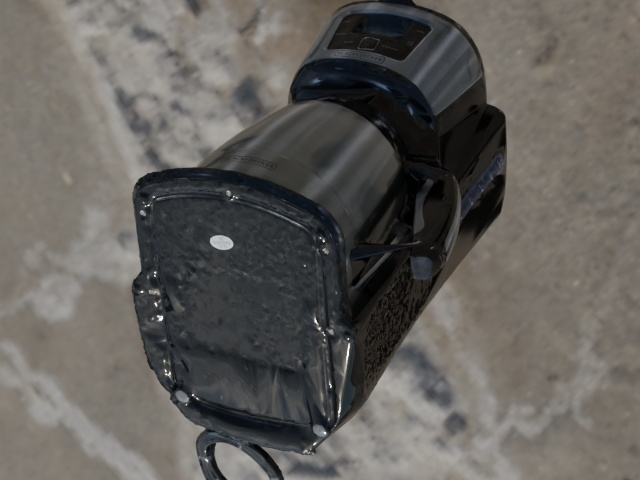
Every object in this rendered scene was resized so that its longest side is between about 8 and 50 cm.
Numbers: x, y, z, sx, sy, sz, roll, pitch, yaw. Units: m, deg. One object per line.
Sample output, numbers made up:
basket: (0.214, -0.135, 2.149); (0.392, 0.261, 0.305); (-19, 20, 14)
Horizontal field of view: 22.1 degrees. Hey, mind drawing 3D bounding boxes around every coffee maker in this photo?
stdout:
coffee maker: (0.000, 0.000, 0.731); (0.120, 0.178, 0.171); (31, 131, 9)
